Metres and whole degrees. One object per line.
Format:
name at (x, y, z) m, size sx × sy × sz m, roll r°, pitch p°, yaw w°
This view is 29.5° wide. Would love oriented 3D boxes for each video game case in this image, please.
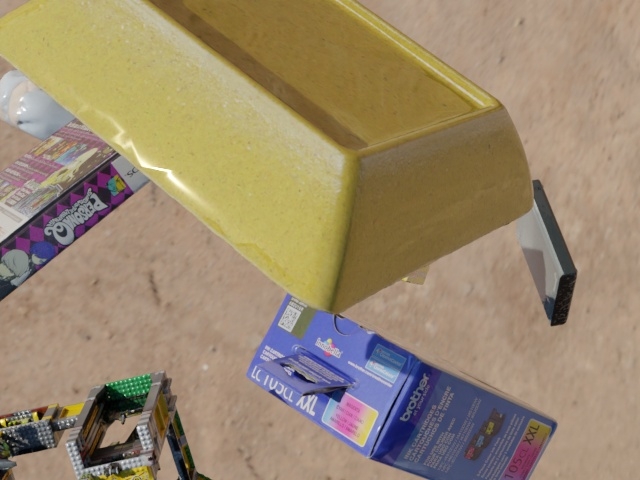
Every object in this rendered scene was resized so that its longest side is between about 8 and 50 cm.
video game case at (-0.250, -0.032, 1.068) m, size 0.210 × 0.232 × 0.042 m, roll -41°, pitch 113°, yaw -15°

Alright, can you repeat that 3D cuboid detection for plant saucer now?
plant saucer at (-0.016, -0.115, 0.907) m, size 0.333 × 0.332 × 0.081 m, roll 39°, pitch 121°, yaw 19°

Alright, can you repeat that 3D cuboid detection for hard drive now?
hard drive at (0.248, 0.013, 1.336) m, size 0.022 × 0.135 × 0.094 m, roll -9°, pitch 141°, yaw -6°

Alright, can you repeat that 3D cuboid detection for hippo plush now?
hippo plush at (-0.255, -0.210, 1.538) m, size 0.294 × 0.234 × 0.237 m, roll 24°, pitch 87°, yaw 47°

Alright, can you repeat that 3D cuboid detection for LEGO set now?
LEGO set at (-0.282, 0.302, 1.431) m, size 0.331 × 0.192 × 0.255 m, roll -5°, pitch 106°, yaw 2°

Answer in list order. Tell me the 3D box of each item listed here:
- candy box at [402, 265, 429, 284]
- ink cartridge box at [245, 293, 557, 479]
candy box at (0.000, 0.000, 1.186) m, size 0.205 × 0.105 × 0.027 m, roll 18°, pitch 89°, yaw 14°
ink cartridge box at (0.092, 0.206, 1.643) m, size 0.270 × 0.395 × 0.151 m, roll 26°, pitch 87°, yaw 47°
